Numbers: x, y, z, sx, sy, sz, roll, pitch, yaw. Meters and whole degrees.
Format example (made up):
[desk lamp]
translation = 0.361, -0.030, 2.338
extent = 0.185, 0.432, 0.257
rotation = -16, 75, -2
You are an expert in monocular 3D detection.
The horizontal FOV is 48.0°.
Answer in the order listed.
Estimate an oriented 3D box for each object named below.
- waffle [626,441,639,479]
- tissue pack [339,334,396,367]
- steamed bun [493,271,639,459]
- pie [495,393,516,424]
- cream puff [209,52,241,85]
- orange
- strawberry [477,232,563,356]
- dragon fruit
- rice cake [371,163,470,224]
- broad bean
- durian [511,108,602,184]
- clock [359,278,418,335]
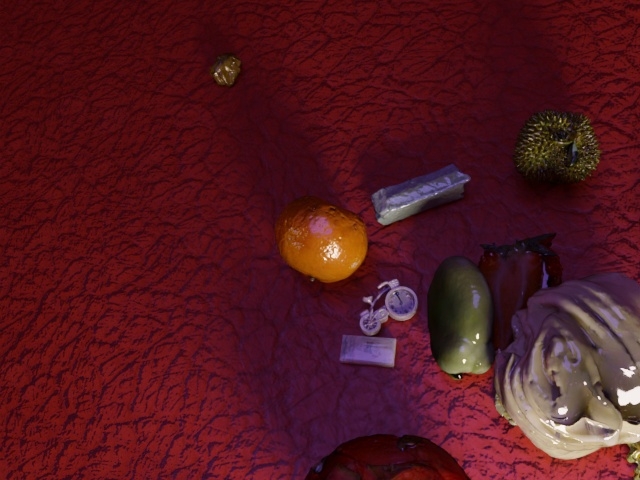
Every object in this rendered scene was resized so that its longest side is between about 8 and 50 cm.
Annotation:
[waffle]
translation = 0.609, 0.345, 1.205
extent = 0.183, 0.036, 0.169
rotation = 4, 70, 19
[tissue pack]
translation = 0.093, 0.216, 1.406
extent = 0.108, 0.023, 0.056
rotation = 1, 66, 14
[steamed bun]
translation = 0.425, 0.213, 1.165
extent = 0.275, 0.206, 0.320
rotation = 0, 94, 5
[pie]
translation = 0.358, 0.293, 1.303
extent = 0.084, 0.020, 0.084
rotation = -5, 65, 12
[cream puff]
translation = -0.234, -0.425, 1.767
extent = 0.083, 0.058, 0.083
rotation = -30, 64, -2
[orange]
translation = 0.000, 0.000, 1.441
extent = 0.193, 0.193, 0.161
rotation = 27, 88, 24
[strawberry]
translation = 0.382, 0.108, 1.325
extent = 0.174, 0.098, 0.228
rotation = -19, 66, 44
[dragon fruit]
translation = 0.125, 0.454, 1.155
extent = 0.277, 0.277, 0.342
rotation = -39, 51, -5
[rice cake]
translation = 0.207, -0.098, 1.499
extent = 0.206, 0.063, 0.069
rotation = -21, 56, 3
[broad bean]
translation = 0.258, 0.143, 1.332
extent = 0.100, 0.169, 0.228
rotation = 7, 93, -25
[durian]
translation = 0.453, -0.185, 1.399
extent = 0.159, 0.198, 0.146
rotation = 0, 75, 38
[clock]
translation = 0.128, 0.133, 1.425
extent = 0.129, 0.041, 0.087
rotation = -32, 66, -7
